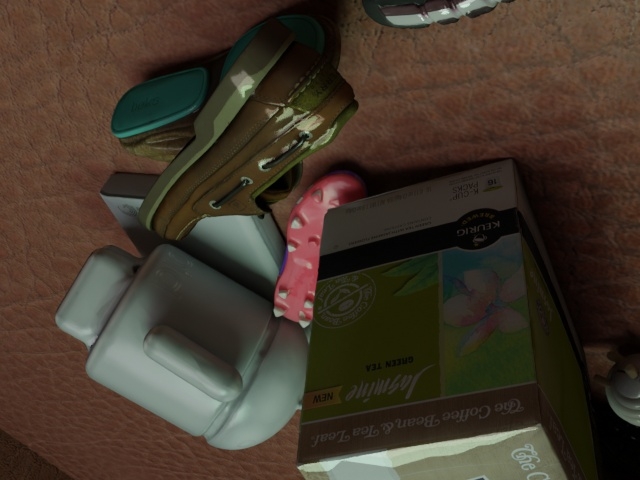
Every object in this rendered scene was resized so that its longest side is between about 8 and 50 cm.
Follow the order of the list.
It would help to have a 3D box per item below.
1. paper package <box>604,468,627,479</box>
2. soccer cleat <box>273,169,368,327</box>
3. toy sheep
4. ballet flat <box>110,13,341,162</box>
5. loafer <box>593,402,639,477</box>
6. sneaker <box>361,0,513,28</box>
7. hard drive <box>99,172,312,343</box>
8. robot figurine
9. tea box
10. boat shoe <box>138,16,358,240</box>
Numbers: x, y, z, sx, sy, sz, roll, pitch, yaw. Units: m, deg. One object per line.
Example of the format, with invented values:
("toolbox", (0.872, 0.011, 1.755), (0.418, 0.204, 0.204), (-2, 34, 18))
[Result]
("paper package", (0.333, 0.403, 1.138), (0.310, 0.168, 0.325), (26, -174, 1))
("soccer cleat", (0.000, 0.000, 1.059), (0.083, 0.095, 0.248), (21, 131, 2))
("toy sheep", (0.371, 0.171, 1.022), (0.091, 0.091, 0.132), (-2, 155, 36))
("ballet flat", (-0.076, -0.136, 0.905), (0.343, 0.116, 0.124), (-13, 150, 42))
("loafer", (0.357, 0.254, 1.156), (0.223, 0.076, 0.078), (23, 152, 14))
("sneaker", (0.134, -0.258, 0.608), (0.282, 0.106, 0.162), (-10, 127, 28))
("hard drive", (-0.133, 0.051, 1.236), (0.233, 0.047, 0.353), (6, 140, 28))
("robot figurine", (-0.161, 0.140, 1.150), (0.354, 0.199, 0.300), (31, -177, -8))
("tea box", (0.150, 0.160, 0.902), (0.220, 0.323, 0.329), (-15, 131, 19))
("boat shoe", (-0.074, -0.061, 0.784), (0.104, 0.110, 0.307), (37, 147, -7))
